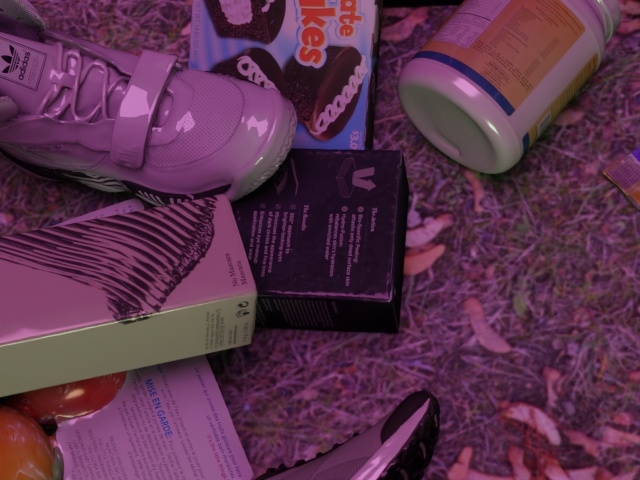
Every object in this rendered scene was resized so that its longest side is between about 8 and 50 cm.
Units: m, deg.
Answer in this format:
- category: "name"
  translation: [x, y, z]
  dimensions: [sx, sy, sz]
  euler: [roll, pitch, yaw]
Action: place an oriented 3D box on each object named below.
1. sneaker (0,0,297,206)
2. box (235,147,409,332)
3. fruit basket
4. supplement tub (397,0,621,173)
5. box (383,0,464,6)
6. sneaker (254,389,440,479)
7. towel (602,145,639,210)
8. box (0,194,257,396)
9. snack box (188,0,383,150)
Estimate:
- category: "sneaker"
  translation: [-0.213, -0.130, 1.304]
  dimensions: [0.366, 0.210, 0.137]
  euler: [7, 74, 33]
- category: "box"
  translation: [0.000, 0.000, 1.332]
  dimensions: [0.158, 0.093, 0.156]
  euler: [2, 66, 9]
- category: "fruit basket"
  translation: [-0.280, 0.147, 1.280]
  dimensions: [0.353, 0.165, 0.327]
  euler: [-18, 60, -16]
- category: "supplement tub"
  translation: [0.186, -0.179, 1.366]
  dimensions: [0.144, 0.144, 0.199]
  euler: [36, 73, 21]
- category: "box"
  translation: [0.067, -0.351, 1.488]
  dimensions: [0.261, 0.103, 0.184]
  euler: [-2, 62, 7]
- category: "sneaker"
  translation: [-0.002, 0.222, 1.227]
  dimensions: [0.271, 0.100, 0.108]
  euler: [-41, 61, -12]
- category: "towel"
  translation: [0.327, -0.070, 1.370]
  dimensions: [0.083, 0.009, 0.060]
  euler: [-33, 64, -8]
- category: "box"
  translation: [-0.200, 0.051, 1.198]
  dimensions: [0.275, 0.094, 0.113]
  euler: [-12, 59, -14]
- category: "snack box"
  translation: [-0.031, -0.251, 1.389]
  dimensions: [0.187, 0.060, 0.321]
  euler: [5, 97, 10]
